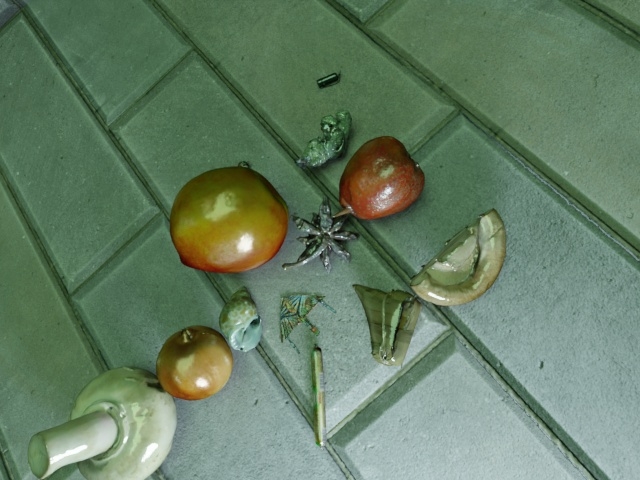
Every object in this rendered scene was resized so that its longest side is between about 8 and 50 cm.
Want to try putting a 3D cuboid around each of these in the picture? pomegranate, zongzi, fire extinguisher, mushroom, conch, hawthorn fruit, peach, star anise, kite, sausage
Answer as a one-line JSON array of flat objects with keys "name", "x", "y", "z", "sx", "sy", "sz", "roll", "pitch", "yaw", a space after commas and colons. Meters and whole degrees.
[{"name": "pomegranate", "x": -0.345, "y": 0.335, "z": 1.273, "sx": 0.209, "sy": 0.209, "sz": 0.209, "roll": -5, "pitch": 74, "yaw": 16}, {"name": "zongzi", "x": 0.147, "y": 0.213, "z": 1.209, "sx": 0.197, "sy": 0.099, "sz": 0.194, "roll": 11, "pitch": 78, "yaw": 31}, {"name": "fire extinguisher", "x": 0.030, "y": -0.513, "z": 1.484, "sx": 0.083, "sy": 0.025, "sz": 0.038, "roll": -21, "pitch": 107, "yaw": 11}, {"name": "mushroom", "x": -0.569, "y": 0.527, "z": 1.266, "sx": 0.315, "sy": 0.315, "sz": 0.356, "roll": 36, "pitch": 53, "yaw": 23}, {"name": "conch", "x": -0.230, "y": 0.226, "z": 1.319, "sx": 0.116, "sy": 0.106, "sz": 0.172, "roll": -16, "pitch": 90, "yaw": -23}, {"name": "hawthorn fruit", "x": 0.139, "y": -0.148, "z": 1.253, "sx": 0.262, "sy": 0.210, "sz": 0.210, "roll": -36, "pitch": 67, "yaw": 12}, {"name": "peach", "x": -0.259, "y": -0.048, "z": 1.298, "sx": 0.332, "sy": 0.308, "sz": 0.308, "roll": -36, "pitch": 68, "yaw": 0}, {"name": "star anise", "x": 0.000, "y": 0.001, "z": 1.290, "sx": 0.209, "sy": 0.089, "sz": 0.231, "roll": 25, "pitch": 85, "yaw": -7}, {"name": "kite", "x": -0.059, "y": 0.213, "z": 1.316, "sx": 0.160, "sy": 0.010, "sz": 0.183, "roll": 42, "pitch": 90, "yaw": 23}, {"name": "sausage", "x": -0.005, "y": 0.409, "z": 1.231, "sx": 0.033, "sy": 0.033, "sz": 0.269, "roll": -8, "pitch": 73, "yaw": 15}, {"name": "mushroom", "x": 0.369, "y": 0.062, "z": 1.159, "sx": 0.286, "sy": 0.156, "sz": 0.151, "roll": -44, "pitch": 87, "yaw": 1}]

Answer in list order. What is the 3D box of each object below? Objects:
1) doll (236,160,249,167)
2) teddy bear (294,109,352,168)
[{"name": "doll", "x": -0.260, "y": -0.218, "z": 1.487, "sx": 0.085, "sy": 0.040, "sz": 0.058, "roll": -20, "pitch": 80, "yaw": 11}, {"name": "teddy bear", "x": 0.020, "y": -0.279, "z": 1.381, "sx": 0.213, "sy": 0.111, "sz": 0.133, "roll": -56, "pitch": 25, "yaw": -13}]
